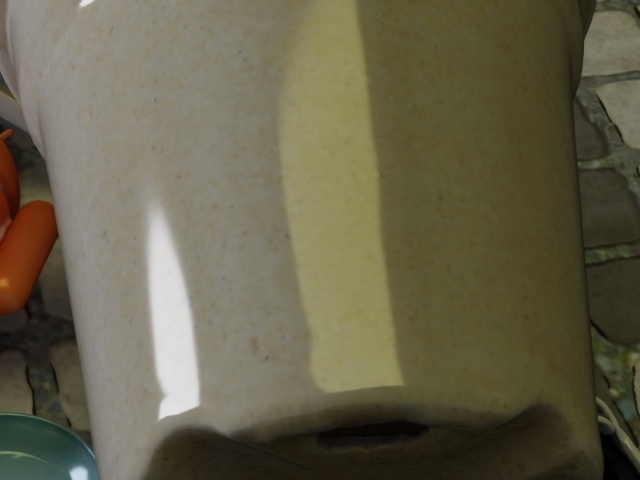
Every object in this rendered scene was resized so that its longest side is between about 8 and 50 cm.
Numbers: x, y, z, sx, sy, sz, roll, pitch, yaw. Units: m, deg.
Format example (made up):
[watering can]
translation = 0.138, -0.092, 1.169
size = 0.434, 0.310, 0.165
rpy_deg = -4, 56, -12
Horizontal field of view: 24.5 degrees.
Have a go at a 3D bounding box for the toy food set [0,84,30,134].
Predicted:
[toy food set]
translation = -0.141, -0.178, 1.031
size = 0.220, 0.092, 0.306
rpy_deg = 33, 43, -5

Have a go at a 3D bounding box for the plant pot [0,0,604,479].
[plant pot]
translation = 0.000, 0.000, 0.726
size = 0.334, 0.334, 0.305
rpy_deg = -1, 55, -7

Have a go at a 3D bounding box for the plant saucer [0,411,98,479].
[plant saucer]
translation = -0.171, 0.145, 0.782
size = 0.119, 0.021, 0.119
rpy_deg = 3, 45, -3

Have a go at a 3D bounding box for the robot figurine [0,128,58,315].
[robot figurine]
translation = -0.247, 0.002, 0.837
size = 0.158, 0.128, 0.219
rpy_deg = -25, 36, 31

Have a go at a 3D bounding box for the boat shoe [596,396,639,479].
[boat shoe]
translation = 0.131, 0.115, 0.800
size = 0.095, 0.084, 0.258
rpy_deg = -23, 53, -25
